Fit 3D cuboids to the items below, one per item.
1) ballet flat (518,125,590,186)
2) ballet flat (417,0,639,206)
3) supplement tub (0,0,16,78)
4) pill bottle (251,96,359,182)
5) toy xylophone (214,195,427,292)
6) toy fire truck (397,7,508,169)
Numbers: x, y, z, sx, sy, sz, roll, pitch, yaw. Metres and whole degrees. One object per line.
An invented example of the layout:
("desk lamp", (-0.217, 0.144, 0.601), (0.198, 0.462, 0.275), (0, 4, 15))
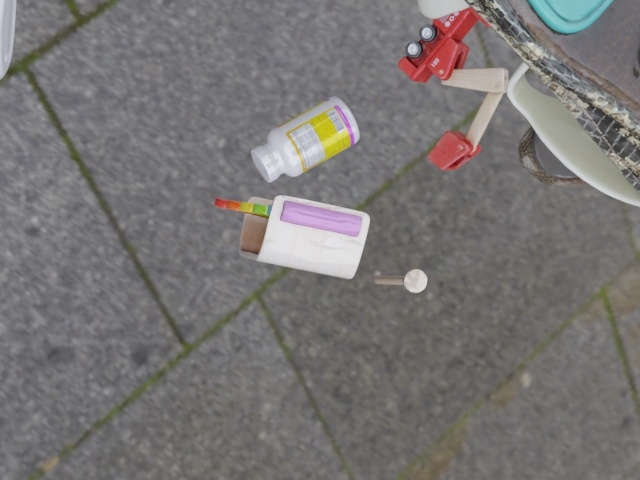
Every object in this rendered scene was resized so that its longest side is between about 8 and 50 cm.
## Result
("ballet flat", (0.276, -0.080, 1.136), (0.250, 0.058, 0.084), (-8, 83, -14))
("ballet flat", (0.171, -0.139, 0.917), (0.483, 0.182, 0.164), (49, 60, -16))
("supplement tub", (-0.386, -0.214, 1.315), (0.190, 0.117, 0.117), (5, 109, -6))
("pill bottle", (-0.013, -0.080, 1.136), (0.083, 0.043, 0.043), (-30, 127, -13))
("toy xylophone", (0.000, 0.000, 1.753), (0.236, 0.323, 0.081), (12, 89, -17))
("toy fire truck", (0.162, -0.188, 1.575), (0.192, 0.135, 0.047), (-50, 163, 19))
